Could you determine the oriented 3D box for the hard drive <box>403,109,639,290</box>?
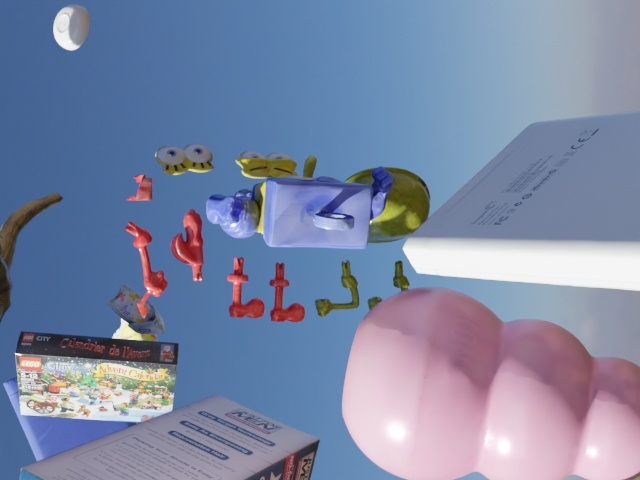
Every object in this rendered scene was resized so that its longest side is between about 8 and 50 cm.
[{"bbox_3d":[0.262,-0.045,0.836,0.233,0.353,0.047,-41,-69,-25],"label":"hard drive"}]

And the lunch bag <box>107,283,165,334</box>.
[{"bbox_3d":[-0.288,0.117,1.492,0.053,0.083,0.071,-54,-12,-14],"label":"lunch bag"}]

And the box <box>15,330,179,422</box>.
[{"bbox_3d":[-0.337,0.212,1.428,0.159,0.233,0.044,103,169,-45],"label":"box"}]

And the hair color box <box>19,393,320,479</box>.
[{"bbox_3d":[-0.165,0.290,1.092,0.347,0.174,0.105,-10,-65,-60],"label":"hair color box"}]

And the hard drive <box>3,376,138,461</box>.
[{"bbox_3d":[-0.489,0.393,1.937,0.318,0.210,0.040,64,170,7],"label":"hard drive"}]

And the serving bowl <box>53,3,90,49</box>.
[{"bbox_3d":[-0.452,-0.385,1.686,0.027,0.083,0.083,8,-98,-55],"label":"serving bowl"}]

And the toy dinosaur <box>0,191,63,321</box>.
[{"bbox_3d":[-0.348,0.033,0.960,0.118,0.064,0.268,58,-143,-51],"label":"toy dinosaur"}]

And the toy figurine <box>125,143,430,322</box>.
[{"bbox_3d":[0.000,0.000,0.970,0.217,0.363,0.191,-175,89,-66],"label":"toy figurine"}]

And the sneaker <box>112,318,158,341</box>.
[{"bbox_3d":[-0.340,0.203,1.732,0.208,0.081,0.094,108,153,-58],"label":"sneaker"}]

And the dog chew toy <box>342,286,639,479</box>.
[{"bbox_3d":[0.195,0.166,0.981,0.206,0.332,0.206,10,-90,-78],"label":"dog chew toy"}]
